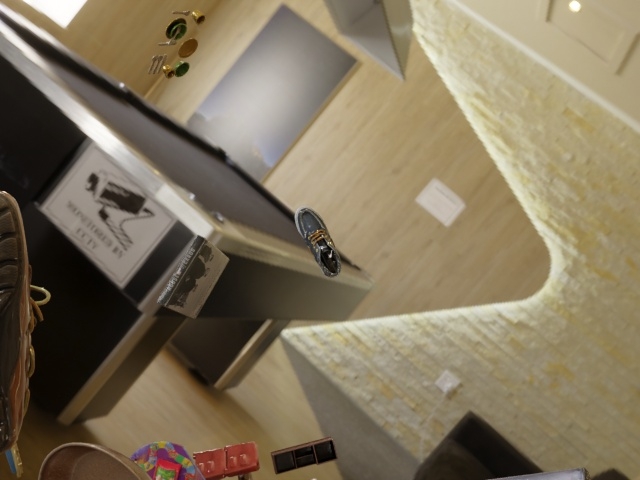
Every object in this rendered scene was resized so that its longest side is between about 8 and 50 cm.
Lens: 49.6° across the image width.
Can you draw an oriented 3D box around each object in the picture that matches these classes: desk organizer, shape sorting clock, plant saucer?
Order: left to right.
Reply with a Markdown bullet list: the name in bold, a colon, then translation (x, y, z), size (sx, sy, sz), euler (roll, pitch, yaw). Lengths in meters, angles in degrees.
- **shape sorting clock**: translation (-0.721, 0.445, 1.599), size (0.206, 0.040, 0.206), euler (39, -41, 45)
- **plant saucer**: translation (-0.239, 0.314, 0.795), size (0.198, 0.199, 0.036), euler (41, 29, 12)
- **desk organizer**: translation (-0.033, 0.441, 1.414), size (0.050, 0.130, 0.047), euler (117, -40, -75)

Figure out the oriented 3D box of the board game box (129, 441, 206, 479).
- **board game box**: translation (-0.287, 0.458, 1.284), size (0.169, 0.133, 0.033), euler (60, 8, -9)

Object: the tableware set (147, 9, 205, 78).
- **tableware set**: translation (-0.267, -0.375, 1.334), size (0.024, 0.154, 0.104), euler (47, 37, 16)

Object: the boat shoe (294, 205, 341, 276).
- **boat shoe**: translation (0.000, 0.000, 1.595), size (0.183, 0.065, 0.083), euler (62, -5, 1)

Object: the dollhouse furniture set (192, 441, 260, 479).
- **dollhouse furniture set**: translation (-0.185, 0.612, 1.467), size (0.374, 0.152, 0.201), euler (-120, -160, -75)

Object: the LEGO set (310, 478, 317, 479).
- **LEGO set**: translation (-0.008, 0.715, 1.699), size (0.087, 0.093, 0.227), euler (-32, -107, 60)

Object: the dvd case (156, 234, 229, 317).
- **dvd case**: translation (-0.300, 0.093, 1.665), size (0.029, 0.179, 0.239), euler (28, -9, 11)

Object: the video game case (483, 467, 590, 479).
- **video game case**: translation (0.269, 0.450, 1.024), size (0.026, 0.274, 0.196), euler (42, 42, -31)

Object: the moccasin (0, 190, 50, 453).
- **moccasin**: translation (-0.478, 0.116, 1.015), size (0.139, 0.380, 0.147), euler (-5, 8, -10)
